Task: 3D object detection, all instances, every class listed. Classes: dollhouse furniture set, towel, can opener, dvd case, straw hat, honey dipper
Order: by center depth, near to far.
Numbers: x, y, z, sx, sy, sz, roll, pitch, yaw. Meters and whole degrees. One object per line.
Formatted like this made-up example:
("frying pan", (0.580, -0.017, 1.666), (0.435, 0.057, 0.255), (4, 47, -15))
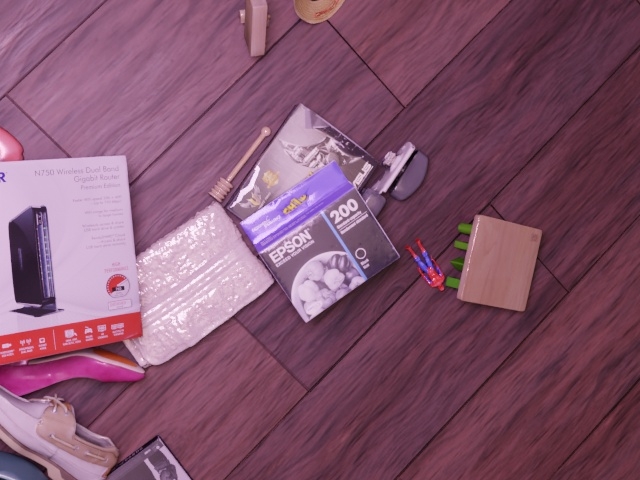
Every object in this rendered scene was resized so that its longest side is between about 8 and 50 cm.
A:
("dollhouse furniture set", (-0.074, -0.424, 1.445), (0.123, 0.144, 0.151), (-11, 61, -13))
("towel", (-0.243, 0.080, 1.494), (0.282, 0.049, 0.187), (-36, 102, -9))
("straw hat", (-0.014, -0.457, 1.494), (0.144, 0.144, 0.061), (-45, 62, -7))
("honey dipper", (-0.141, -0.139, 1.511), (0.030, 0.030, 0.161), (37, 83, -14))
("dvd case", (-0.293, 0.495, 1.525), (0.179, 0.029, 0.239), (-36, 102, -9))
("can opener", (0.100, -0.060, 1.552), (0.093, 0.074, 0.280), (38, 86, -13))

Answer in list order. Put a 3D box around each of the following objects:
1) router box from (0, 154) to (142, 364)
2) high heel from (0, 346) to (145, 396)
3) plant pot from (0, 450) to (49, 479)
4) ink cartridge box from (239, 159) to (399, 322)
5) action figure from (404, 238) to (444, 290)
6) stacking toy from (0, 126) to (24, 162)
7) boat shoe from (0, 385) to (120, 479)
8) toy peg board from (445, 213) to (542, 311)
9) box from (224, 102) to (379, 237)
("router box", (-0.456, 0.028, 1.310), (0.335, 0.082, 0.301), (-9, 97, -37))
("high heel", (-0.428, 0.238, 1.444), (0.243, 0.082, 0.117), (14, 92, -14))
("plant pot", (-0.545, 0.468, 1.355), (0.292, 0.235, 0.293), (-1, 96, -14))
("ink cartridge box", (0.000, 0.000, 1.481), (0.206, 0.045, 0.208), (-35, 98, -4))
("action figure", (0.203, 0.050, 1.610), (0.038, 0.030, 0.115), (-35, 106, -3))
("stacking toy", (-0.573, -0.034, 1.362), (0.279, 0.130, 0.309), (35, 86, -13))
("boat shoe", (-0.455, 0.305, 1.408), (0.103, 0.113, 0.302), (-43, 128, -10))
("toy peg board", (0.323, 0.040, 1.625), (0.160, 0.079, 0.161), (11, 92, -30))
("box", (-0.033, -0.100, 1.526), (0.183, 0.056, 0.231), (36, 86, -14))
